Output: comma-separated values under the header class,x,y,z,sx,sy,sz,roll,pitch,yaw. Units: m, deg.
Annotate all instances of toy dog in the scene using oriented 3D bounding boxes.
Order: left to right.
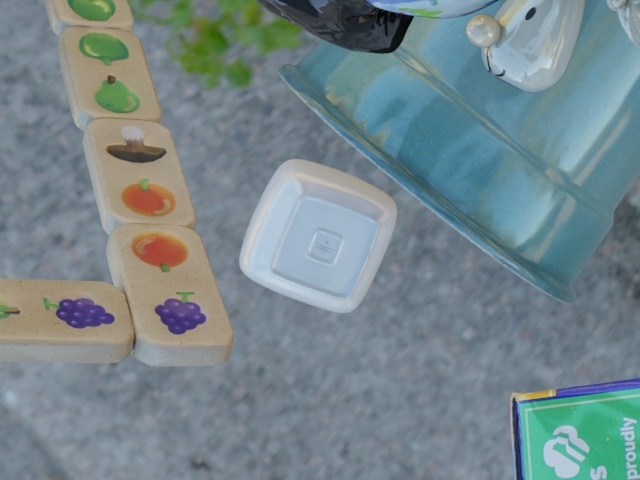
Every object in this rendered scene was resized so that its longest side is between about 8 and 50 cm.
class,x,y,z,sx,sy,sz,roll,pitch,yaw
toy dog,0.169,-0.294,1.414,0.220,0.161,0.334,-11,71,60

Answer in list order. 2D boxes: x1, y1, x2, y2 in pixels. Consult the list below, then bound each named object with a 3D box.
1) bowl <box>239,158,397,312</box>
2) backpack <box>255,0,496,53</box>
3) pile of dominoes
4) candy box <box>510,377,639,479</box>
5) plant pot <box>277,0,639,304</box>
class,x,y,z,sx,sy,sz,roll,pitch,yaw
bowl,0.000,0.000,1.876,0.142,0.053,0.142,21,100,-11
backpack,0.106,-0.273,1.115,0.273,0.290,0.355,34,101,3
pile of dominoes,-0.142,-0.057,0.581,0.196,0.251,0.040,2,126,-20
candy box,0.281,0.126,0.814,0.317,0.268,0.122,-12,69,27
plant pot,0.198,-0.175,1.660,0.341,0.341,0.334,40,97,4
